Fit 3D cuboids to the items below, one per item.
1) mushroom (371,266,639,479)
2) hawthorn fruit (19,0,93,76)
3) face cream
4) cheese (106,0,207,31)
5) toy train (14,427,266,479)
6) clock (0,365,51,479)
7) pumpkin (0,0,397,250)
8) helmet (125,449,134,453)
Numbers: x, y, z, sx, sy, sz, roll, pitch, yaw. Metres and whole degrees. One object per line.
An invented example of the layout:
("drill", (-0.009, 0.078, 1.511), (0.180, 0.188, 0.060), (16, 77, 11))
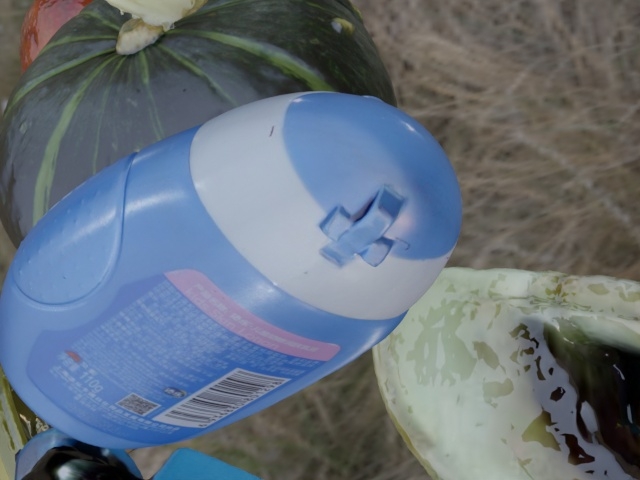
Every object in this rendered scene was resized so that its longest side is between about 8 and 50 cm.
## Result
("mushroom", (0.206, 0.108, 1.202), (0.292, 0.217, 0.212), (-8, 73, 31))
("hawthorn fruit", (-0.269, -0.218, 2.142), (0.243, 0.207, 0.207), (-21, 88, 50))
("face cream", (-0.043, 0.013, 0.815), (0.149, 0.083, 0.264), (31, 140, -24))
("cheese", (-0.059, -0.203, 0.934), (0.094, 0.167, 0.123), (28, 148, 6))
("toy train", (-0.150, 0.303, 1.332), (0.265, 0.188, 0.300), (22, 119, 9))
("clock", (-0.285, 0.237, 1.805), (0.057, 0.237, 0.237), (-25, 84, -3))
("pumpkin", (-0.094, -0.073, 1.412), (0.323, 0.323, 0.241), (13, 148, 32))
("helmet", (-0.227, 0.151, 2.085), (0.198, 0.130, 0.224), (-156, 72, -66))
